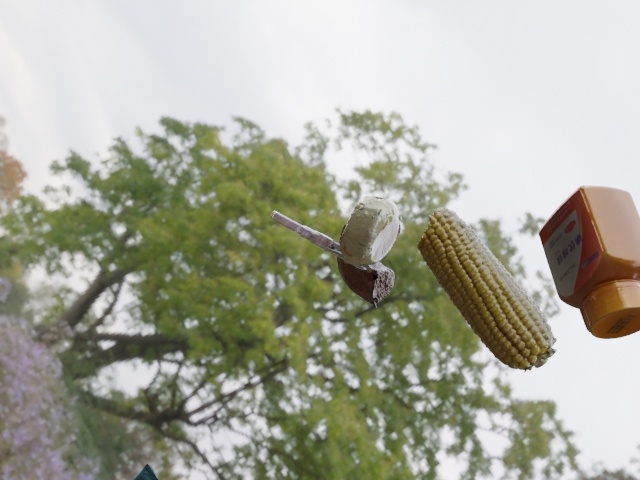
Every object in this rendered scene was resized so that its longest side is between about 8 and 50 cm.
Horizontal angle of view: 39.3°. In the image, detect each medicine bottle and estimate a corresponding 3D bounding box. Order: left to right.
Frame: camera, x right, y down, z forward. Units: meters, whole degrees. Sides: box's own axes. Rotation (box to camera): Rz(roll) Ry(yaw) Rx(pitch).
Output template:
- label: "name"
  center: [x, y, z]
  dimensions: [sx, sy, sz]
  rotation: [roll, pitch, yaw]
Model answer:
- label: "medicine bottle"
  center: [0.453, 0.038, 1.447]
  dimensions: [0.149, 0.112, 0.222]
  rotation: [120, -32, -50]

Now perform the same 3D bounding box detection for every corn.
- label: "corn"
  center: [0.337, 0.106, 1.867]
  dimensions: [0.387, 0.144, 0.144]
  rotation: [51, -25, 15]

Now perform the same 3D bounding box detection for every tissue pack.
- label: "tissue pack"
  center: [-0.418, 0.588, 2.094]
  dimensions: [0.138, 0.028, 0.085]
  rotation: [-42, -97, 28]

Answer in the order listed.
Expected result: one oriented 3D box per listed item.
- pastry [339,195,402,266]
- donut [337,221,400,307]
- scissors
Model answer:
- label: "pastry"
  center: [0.105, -0.019, 1.912]
  dimensions: [0.088, 0.166, 0.166]
  rotation: [24, -39, 23]
- label: "donut"
  center: [0.119, 0.027, 2.124]
  dimensions: [0.141, 0.085, 0.217]
  rotation: [27, -60, 35]
- label: "scissors"
  center: [0.000, 0.000, 1.971]
  dimensions: [0.242, 0.031, 0.118]
  rotation: [28, 2, -9]
